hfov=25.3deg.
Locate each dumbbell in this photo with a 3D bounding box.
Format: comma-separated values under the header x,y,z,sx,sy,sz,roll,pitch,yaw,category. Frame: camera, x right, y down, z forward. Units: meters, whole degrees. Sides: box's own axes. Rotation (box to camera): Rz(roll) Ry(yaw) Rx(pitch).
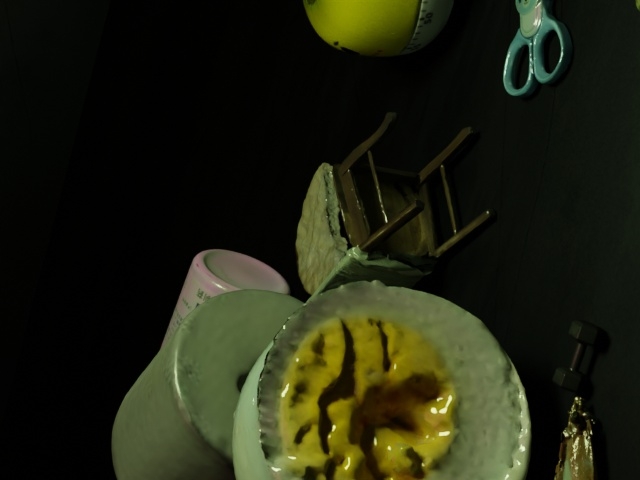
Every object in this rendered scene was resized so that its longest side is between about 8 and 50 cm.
x,y,z,sx,sy,sz,roll,pitch,yaw,category
0.301,0.136,1.667,0.036,0.040,0.083,-47,-26,-79,dumbbell

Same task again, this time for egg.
x,y,z,sx,sy,sz,roll,pitch,yaw,category
0.055,0.261,1.785,0.340,0.354,0.355,119,153,-66,egg

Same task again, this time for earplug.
x,y,z,sx,sy,sz,roll,pitch,yaw,category
-0.154,0.300,2.208,0.394,0.312,0.313,-48,39,48,earplug

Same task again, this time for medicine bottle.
x,y,z,sx,sy,sz,roll,pitch,yaw,category
-0.179,0.179,2.450,0.291,0.178,0.178,-68,28,19,medicine bottle

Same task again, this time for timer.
x,y,z,sx,sy,sz,roll,pitch,yaw,category
0.039,-0.399,2.098,0.285,0.285,0.285,-35,49,54,timer

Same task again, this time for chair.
x,y,z,sx,sy,sz,roll,pitch,yaw,category
0.092,-0.016,2.022,0.319,0.160,0.186,-47,45,46,chair

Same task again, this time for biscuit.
x,y,z,sx,sy,sz,roll,pitch,yaw,category
-0.001,0.005,2.331,0.133,0.032,0.250,-51,38,43,biscuit

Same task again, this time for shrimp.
x,y,z,sx,sy,sz,roll,pitch,yaw,category
0.288,0.269,1.632,0.091,0.043,0.184,169,109,-66,shrimp

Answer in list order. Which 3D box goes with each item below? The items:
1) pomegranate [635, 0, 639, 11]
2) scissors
x,y,z,sx,sy,sz,roll,pitch,yaw,category
0.369,-0.381,1.601,0.211,0.211,0.263,47,162,59,pomegranate
0.285,-0.319,1.893,0.125,0.030,0.256,-24,61,57,scissors
